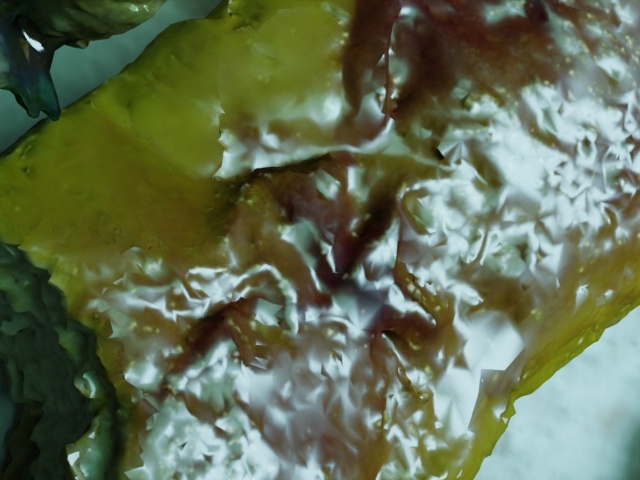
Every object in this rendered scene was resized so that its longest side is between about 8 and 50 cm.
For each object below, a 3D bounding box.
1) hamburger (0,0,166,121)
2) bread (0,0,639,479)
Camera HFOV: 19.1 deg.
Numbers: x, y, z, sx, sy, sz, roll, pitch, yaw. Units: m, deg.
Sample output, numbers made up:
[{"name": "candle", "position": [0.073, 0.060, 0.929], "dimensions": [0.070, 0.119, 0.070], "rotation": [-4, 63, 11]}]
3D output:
[{"name": "hamburger", "position": [-0.058, -0.192, 0.499], "dimensions": [0.132, 0.211, 0.308], "rotation": [21, 86, -16]}, {"name": "bread", "position": [0.000, 0.000, 0.605], "dimensions": [0.380, 0.109, 0.185], "rotation": [-42, 110, -27]}]
